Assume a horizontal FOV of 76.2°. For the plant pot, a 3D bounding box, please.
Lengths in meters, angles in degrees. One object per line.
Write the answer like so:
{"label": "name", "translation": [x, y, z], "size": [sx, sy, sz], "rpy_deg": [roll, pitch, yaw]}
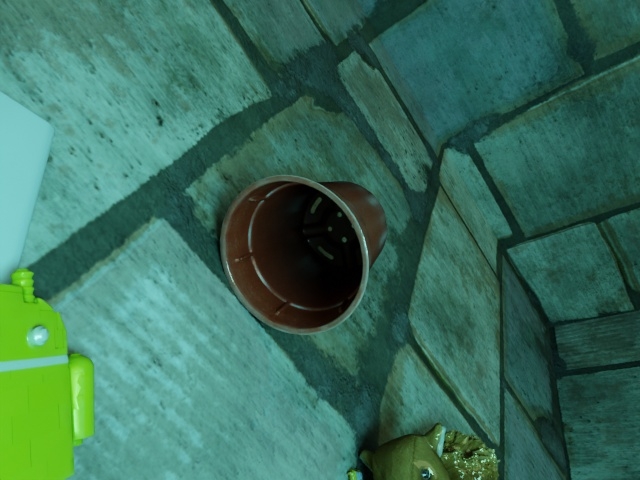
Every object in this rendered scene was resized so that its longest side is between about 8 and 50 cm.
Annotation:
{"label": "plant pot", "translation": [0.000, 0.000, 0.784], "size": [0.272, 0.273, 0.265], "rpy_deg": [65, 27, -2]}

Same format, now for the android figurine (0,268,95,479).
{"label": "android figurine", "translation": [-0.298, 0.154, 0.373], "size": [0.248, 0.056, 0.272], "rpy_deg": [73, 7, -76]}

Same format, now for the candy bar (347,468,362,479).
{"label": "candy bar", "translation": [0.071, 0.518, 0.767], "size": [0.040, 0.018, 0.161], "rpy_deg": [28, 50, -46]}

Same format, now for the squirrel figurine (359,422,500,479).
{"label": "squirrel figurine", "translation": [0.236, 0.545, 0.811], "size": [0.370, 0.281, 0.397], "rpy_deg": [60, 20, 8]}

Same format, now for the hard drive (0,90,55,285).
{"label": "hard drive", "translation": [-0.405, -0.031, 0.384], "size": [0.233, 0.047, 0.352], "rpy_deg": [45, 37, -58]}
